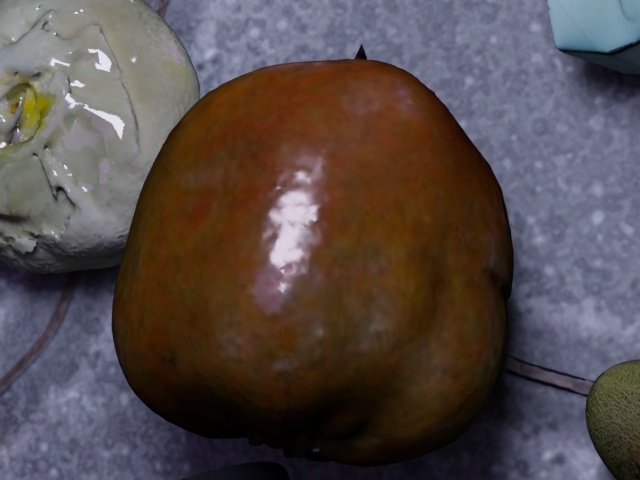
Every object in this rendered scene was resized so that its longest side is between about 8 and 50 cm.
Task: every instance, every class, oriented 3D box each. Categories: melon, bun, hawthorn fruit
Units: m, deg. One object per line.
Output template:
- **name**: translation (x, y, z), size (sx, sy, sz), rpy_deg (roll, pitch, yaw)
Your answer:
- **melon**: translation (0.246, 0.139, 1.202), size (0.162, 0.099, 0.099), rpy_deg (37, 91, 26)
- **bun**: translation (-0.209, -0.092, 1.395), size (0.239, 0.141, 0.239), rpy_deg (-4, 79, 19)
- **hawthorn fruit**: translation (0.000, 0.000, 1.232), size (0.268, 0.268, 0.301), rpy_deg (3, 77, 20)

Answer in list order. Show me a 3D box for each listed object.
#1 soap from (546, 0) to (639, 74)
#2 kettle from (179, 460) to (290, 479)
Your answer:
- **soap**: translation (0.268, -0.196, 1.233), size (0.230, 0.091, 0.145), rpy_deg (-24, 68, 42)
- **kettle**: translation (-0.087, 0.340, 1.207), size (0.262, 0.203, 0.308), rpy_deg (-23, 71, -2)
